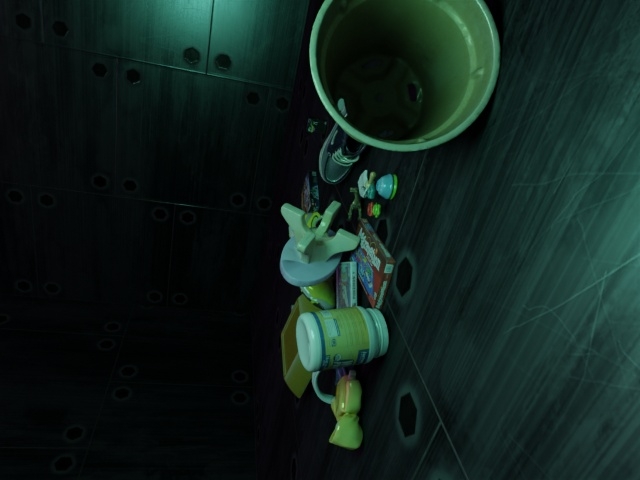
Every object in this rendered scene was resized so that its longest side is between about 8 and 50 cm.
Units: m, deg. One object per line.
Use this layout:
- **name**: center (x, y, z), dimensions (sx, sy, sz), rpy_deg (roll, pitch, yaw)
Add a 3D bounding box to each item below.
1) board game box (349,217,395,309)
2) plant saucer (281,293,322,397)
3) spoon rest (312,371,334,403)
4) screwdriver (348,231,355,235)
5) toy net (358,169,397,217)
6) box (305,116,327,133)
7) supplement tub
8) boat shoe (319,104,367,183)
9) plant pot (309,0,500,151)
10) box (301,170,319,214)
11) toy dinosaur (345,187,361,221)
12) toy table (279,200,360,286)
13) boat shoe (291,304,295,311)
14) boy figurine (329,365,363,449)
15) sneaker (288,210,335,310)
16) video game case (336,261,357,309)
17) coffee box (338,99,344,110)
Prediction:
- **board game box**: center (0.138, 0.056, 1.309), dimensions (0.281, 0.027, 0.144), rpy_deg (-112, 32, -63)
- **plant saucer**: center (-0.082, 0.394, 1.861), dimensions (0.332, 0.081, 0.332), rpy_deg (-101, 28, -51)
- **spoon rest**: center (0.024, 0.383, 1.499), dimensions (0.137, 0.084, 0.276), rpy_deg (-165, 81, -76)
- **screwdriver**: center (0.093, -0.019, 1.571), dimensions (0.170, 0.025, 0.024), rpy_deg (-140, 57, -84)
- **toy net**: center (0.152, -0.135, 1.318), dimensions (0.232, 0.045, 0.121), rpy_deg (-129, 46, -74)
- **box**: center (-0.020, -0.524, 2.127), dimensions (0.052, 0.084, 0.062), rpy_deg (-113, 33, -62)
- **supplement tub**: center (0.052, 0.240, 1.159), dimensions (0.144, 0.200, 0.144), rpy_deg (176, 90, -72)
- **boat shoe**: center (0.076, -0.291, 1.515), dimensions (0.158, 0.127, 0.340), rpy_deg (-87, 12, -48)
- **plant pot**: center (0.143, -0.326, 0.959), dimensions (0.305, 0.334, 0.333), rpy_deg (-138, 55, -88)
- **box**: center (-0.051, -0.188, 2.172), dimensions (0.159, 0.044, 0.232), rpy_deg (112, 160, -47)
- **toy dinosaur**: center (0.113, -0.106, 1.472), dimensions (0.183, 0.053, 0.092), rpy_deg (79, -159, -74)
- **toy table**: center (-0.015, -0.001, 1.428), dimensions (0.274, 0.253, 0.160), rpy_deg (-70, -3, -49)
- **boat shoe**: center (-0.121, 0.383, 2.140), dimensions (0.066, 0.063, 0.184), rpy_deg (-135, 53, -73)
- **boy figurine**: center (0.062, 0.437, 1.304), dimensions (0.177, 0.092, 0.285), rpy_deg (116, 160, -48)
- **sneaker**: center (-0.009, 0.061, 1.664), dimensions (0.147, 0.145, 0.384), rpy_deg (-29, 64, 27)
- **video game case**: center (0.079, 0.158, 1.448), dimensions (0.201, 0.023, 0.183), rpy_deg (162, 108, -79)
- **coffee box**: center (0.076, -0.532, 1.616), dimensions (0.246, 0.141, 0.098), rpy_deg (-104, 24, -55)
